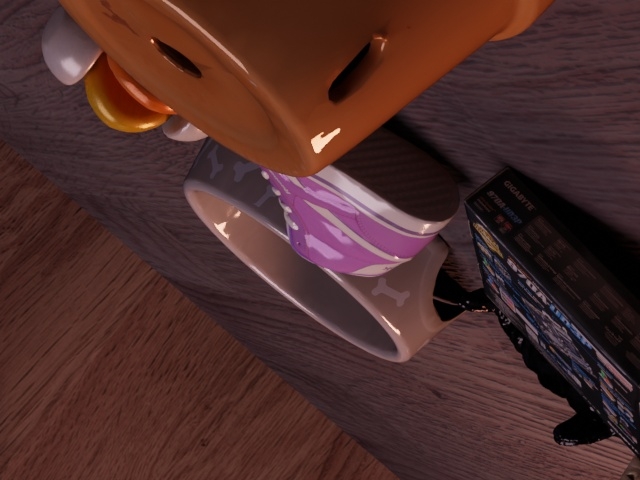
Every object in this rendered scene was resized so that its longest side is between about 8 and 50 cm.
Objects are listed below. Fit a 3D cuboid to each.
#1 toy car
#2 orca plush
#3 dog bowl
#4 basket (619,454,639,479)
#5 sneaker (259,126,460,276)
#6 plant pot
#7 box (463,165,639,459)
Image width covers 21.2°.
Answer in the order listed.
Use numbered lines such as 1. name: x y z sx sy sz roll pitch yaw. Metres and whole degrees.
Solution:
1. toy car: -0.118 -0.176 1.343 0.159 0.182 0.136 25 159 -27
2. orca plush: 0.241 0.139 1.610 0.287 0.102 0.151 33 168 24
3. dog bowl: 0.000 0.000 1.826 0.349 0.102 0.349 37 169 8
4. basket: 0.434 0.404 1.652 0.328 0.266 0.331 45 165 -27
5. sneaker: -0.031 -0.067 1.507 0.282 0.102 0.161 40 142 -4
6. plant pot: -0.019 -0.172 0.941 0.291 0.203 0.291 36 169 8
7. box: 0.209 0.065 1.389 0.220 0.051 0.175 49 171 29
